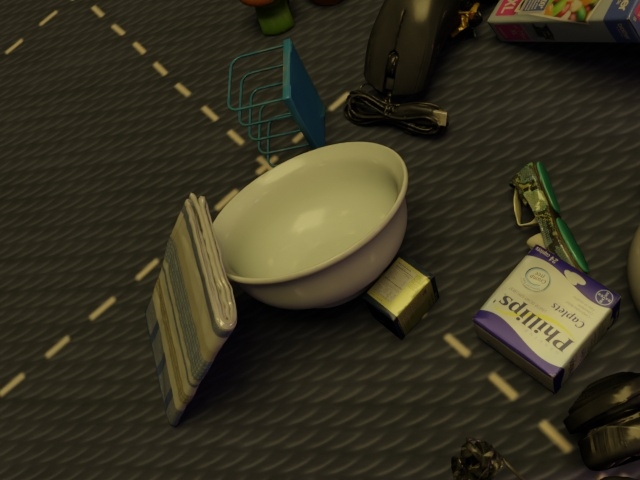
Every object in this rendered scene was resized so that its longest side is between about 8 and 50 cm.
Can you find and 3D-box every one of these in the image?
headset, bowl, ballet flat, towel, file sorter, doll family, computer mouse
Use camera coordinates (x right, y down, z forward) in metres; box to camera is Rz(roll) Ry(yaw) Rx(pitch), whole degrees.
[{"bbox_3d":[0.339,0.246,0.728,0.395,0.185,0.243,1,62,4],"label":"headset"},{"bbox_3d":[0.000,0.000,0.965,0.298,0.134,0.297,-19,33,13],"label":"bowl"},{"bbox_3d":[0.311,-0.021,0.961,0.070,0.070,0.188,-16,57,8],"label":"ballet flat"},{"bbox_3d":[-0.182,0.102,0.940,0.034,0.285,0.209,0,53,-29],"label":"towel"},{"bbox_3d":[-0.066,-0.211,1.108,0.105,0.170,0.118,-9,60,16],"label":"file sorter"},{"bbox_3d":[0.248,-0.403,1.169,0.111,0.076,0.193,23,75,46],"label":"doll family"},{"bbox_3d":[0.140,-0.312,1.100,0.189,0.072,0.272,17,92,28],"label":"computer mouse"}]

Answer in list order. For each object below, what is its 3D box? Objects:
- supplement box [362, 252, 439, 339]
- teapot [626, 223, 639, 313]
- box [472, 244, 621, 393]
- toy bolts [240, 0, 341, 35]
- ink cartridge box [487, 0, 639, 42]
[{"bbox_3d":[0.112,0.077,0.946,0.056,0.083,0.083,38,79,27],"label":"supplement box"},{"bbox_3d":[0.490,0.013,0.808,0.256,0.187,0.252,21,70,26],"label":"teapot"},{"bbox_3d":[0.289,0.099,0.886,0.126,0.072,0.137,37,81,30],"label":"box"},{"bbox_3d":[-0.066,-0.538,1.288,0.218,0.158,0.228,-19,59,6],"label":"toy bolts"},{"bbox_3d":[0.418,-0.386,1.031,0.311,0.065,0.185,25,81,51],"label":"ink cartridge box"}]
